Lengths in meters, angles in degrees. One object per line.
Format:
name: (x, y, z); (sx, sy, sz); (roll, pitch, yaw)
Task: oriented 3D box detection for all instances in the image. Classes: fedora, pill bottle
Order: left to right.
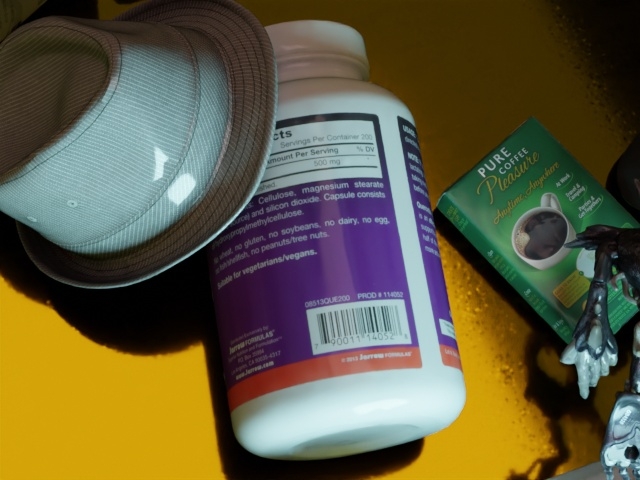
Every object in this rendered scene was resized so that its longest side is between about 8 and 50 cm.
fedora: (-0.175, -0.092, 1.234); (0.124, 0.275, 0.243); (23, 66, -45)
pill bottle: (0.000, 0.000, 1.270); (0.182, 0.181, 0.322); (-7, 73, -9)

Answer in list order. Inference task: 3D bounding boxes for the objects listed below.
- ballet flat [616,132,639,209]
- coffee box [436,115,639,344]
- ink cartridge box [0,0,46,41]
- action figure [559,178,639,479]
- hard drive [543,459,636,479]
ballet flat: (0.388, -0.104, 1.392); (0.280, 0.096, 0.095); (-20, 76, -12)
coffee box: (0.200, -0.004, 1.368); (0.113, 0.040, 0.184); (-42, 82, -16)
ink cartridge box: (-0.278, -0.226, 1.330); (0.082, 0.139, 0.191); (44, 73, 7)
action figure: (0.268, 0.078, 1.265); (0.164, 0.141, 0.275); (4, 44, 7)
hard drive: (0.239, 0.277, 1.284); (0.308, 0.040, 0.203); (-17, 75, -12)
